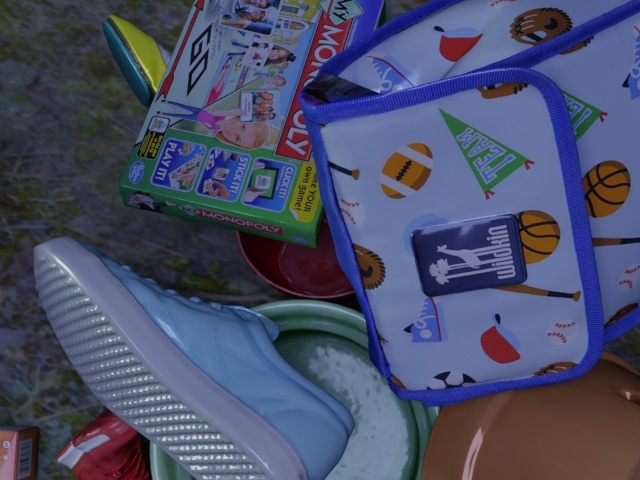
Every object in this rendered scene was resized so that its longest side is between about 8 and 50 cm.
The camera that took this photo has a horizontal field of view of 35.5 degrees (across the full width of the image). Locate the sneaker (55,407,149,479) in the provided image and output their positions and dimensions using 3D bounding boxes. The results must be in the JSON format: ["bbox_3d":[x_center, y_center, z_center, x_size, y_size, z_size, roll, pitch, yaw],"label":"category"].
[{"bbox_3d":[-0.202,0.240,1.074,0.128,0.221,0.087,47,62,-2],"label":"sneaker"}]

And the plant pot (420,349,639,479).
[{"bbox_3d":[0.268,0.247,0.938,0.291,0.203,0.291,-1,93,-29],"label":"plant pot"}]

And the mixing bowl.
[{"bbox_3d":[0.000,0.000,1.098,0.181,0.098,0.181,0,62,0],"label":"mixing bowl"}]

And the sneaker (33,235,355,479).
[{"bbox_3d":[-0.124,0.110,0.969,0.366,0.150,0.135,41,135,18],"label":"sneaker"}]

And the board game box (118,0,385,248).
[{"bbox_3d":[-0.067,-0.158,1.102,0.213,0.046,0.317,12,63,8],"label":"board game box"}]

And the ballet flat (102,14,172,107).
[{"bbox_3d":[-0.175,-0.166,1.168,0.077,0.077,0.231,-24,85,-17],"label":"ballet flat"}]

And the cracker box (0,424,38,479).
[{"bbox_3d":[-0.451,0.290,1.153,0.232,0.067,0.155,0,85,8],"label":"cracker box"}]

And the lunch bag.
[{"bbox_3d":[0.188,-0.061,0.911,0.385,0.239,0.328,-27,120,-17],"label":"lunch bag"}]

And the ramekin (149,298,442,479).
[{"bbox_3d":[-0.015,0.216,1.066,0.303,0.148,0.303,-1,84,7],"label":"ramekin"}]
